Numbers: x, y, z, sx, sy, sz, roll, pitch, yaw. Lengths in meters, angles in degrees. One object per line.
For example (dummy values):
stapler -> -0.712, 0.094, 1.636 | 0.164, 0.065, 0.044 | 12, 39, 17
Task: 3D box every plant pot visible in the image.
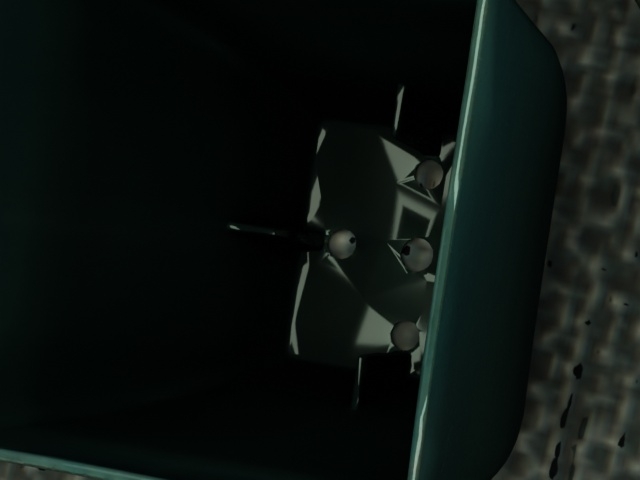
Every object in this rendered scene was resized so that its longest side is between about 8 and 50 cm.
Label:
plant pot -> 0.000, 0.000, 0.683 | 0.165, 0.234, 0.166 | 8, 88, 21

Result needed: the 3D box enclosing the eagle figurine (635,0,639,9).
eagle figurine -> 0.150, -0.143, 0.502 | 0.298, 0.226, 0.225 | 41, 107, 47
